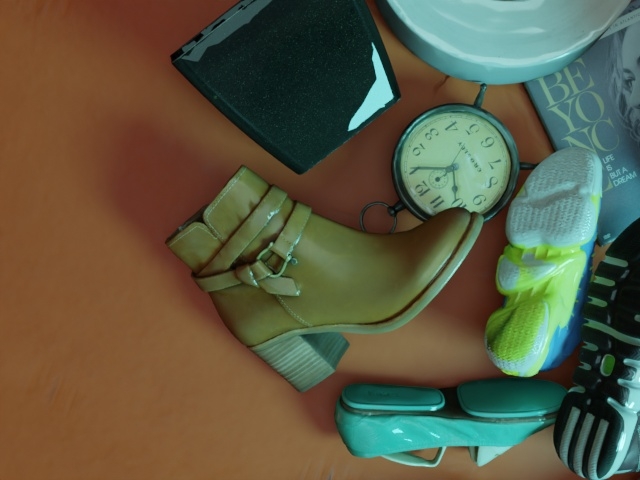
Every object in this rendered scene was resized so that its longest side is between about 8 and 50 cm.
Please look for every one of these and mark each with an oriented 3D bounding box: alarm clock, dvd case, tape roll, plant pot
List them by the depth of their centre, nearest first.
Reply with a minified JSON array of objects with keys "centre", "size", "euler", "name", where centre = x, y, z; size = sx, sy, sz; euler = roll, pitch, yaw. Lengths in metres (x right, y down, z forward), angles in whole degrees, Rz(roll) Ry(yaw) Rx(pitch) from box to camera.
[{"centre":[-0.025,-0.173,1.218],"size":[0.187,0.188,0.167],"euler":[-38,102,1],"name":"plant pot"},{"centre":[0.184,-0.306,1.239],"size":[0.286,0.100,0.286],"euler":[0,88,2],"name":"tape roll"},{"centre":[0.122,-0.065,1.269],"size":[0.192,0.064,0.129],"euler":[-34,91,-2],"name":"alarm clock"},{"centre":[0.323,-0.127,1.290],"size":[0.164,0.018,0.221],"euler":[-25,90,1],"name":"dvd case"}]

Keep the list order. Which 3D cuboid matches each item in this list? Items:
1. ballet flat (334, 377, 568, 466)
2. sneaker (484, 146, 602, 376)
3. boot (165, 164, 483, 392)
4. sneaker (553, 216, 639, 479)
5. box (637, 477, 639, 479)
[{"centre":[0.138,0.193,1.275],"size":[0.247,0.083,0.087],"euler":[-1,115,1],"name":"ballet flat"},{"centre":[0.241,0.028,1.255],"size":[0.091,0.126,0.240],"euler":[19,86,35],"name":"sneaker"},{"centre":[0.000,0.000,1.227],"size":[0.283,0.109,0.220],"euler":[-38,99,28],"name":"boot"},{"centre":[0.341,0.109,1.239],"size":[0.162,0.106,0.281],"euler":[14,100,-42],"name":"sneaker"},{"centre":[0.276,0.332,1.215],"size":[0.324,0.067,0.063],"euler":[-36,100,-20],"name":"box"}]
